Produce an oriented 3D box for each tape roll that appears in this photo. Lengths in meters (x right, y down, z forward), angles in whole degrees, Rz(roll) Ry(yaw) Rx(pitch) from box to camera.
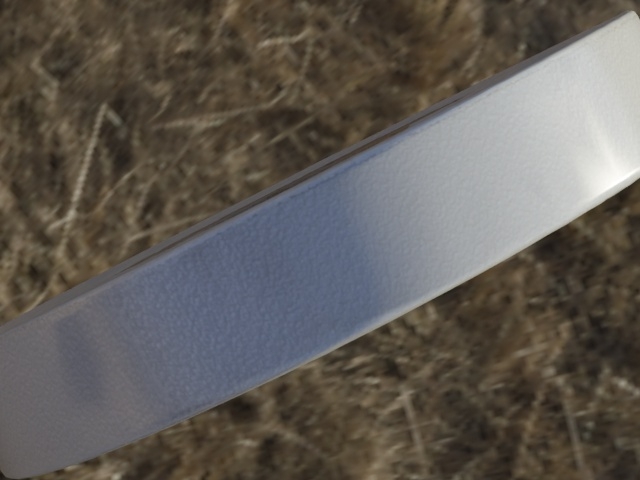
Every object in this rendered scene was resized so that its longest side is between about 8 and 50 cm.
[{"bbox_3d":[0.000,0.000,0.963,0.392,0.392,0.072,-27,93,-26],"label":"tape roll"}]
